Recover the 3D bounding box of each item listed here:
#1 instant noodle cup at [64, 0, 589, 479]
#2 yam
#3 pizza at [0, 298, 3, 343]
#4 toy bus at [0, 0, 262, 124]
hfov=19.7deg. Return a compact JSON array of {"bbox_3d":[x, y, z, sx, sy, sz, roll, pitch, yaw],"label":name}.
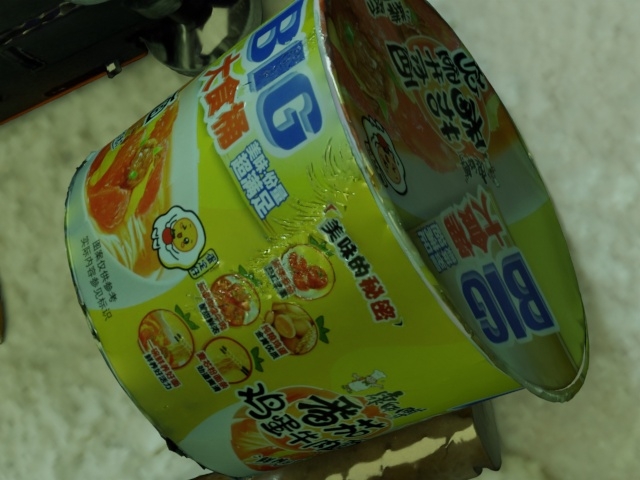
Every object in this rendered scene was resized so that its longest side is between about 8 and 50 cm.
[{"bbox_3d":[0.000,0.000,0.775,0.153,0.205,0.205,-27,86,25],"label":"instant noodle cup"},{"bbox_3d":[-0.042,0.128,0.857,0.264,0.046,0.046,-21,87,13],"label":"yam"},{"bbox_3d":[-0.180,0.016,0.903,0.037,0.016,0.083,-33,88,12],"label":"pizza"},{"bbox_3d":[-0.184,-0.113,0.836,0.329,0.143,0.153,-25,73,15],"label":"toy bus"}]
